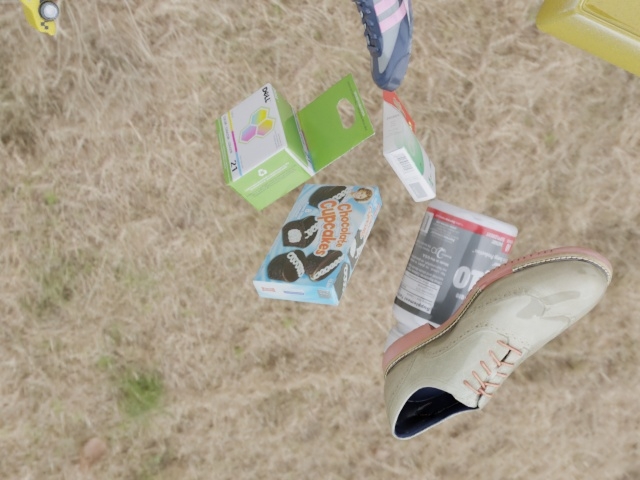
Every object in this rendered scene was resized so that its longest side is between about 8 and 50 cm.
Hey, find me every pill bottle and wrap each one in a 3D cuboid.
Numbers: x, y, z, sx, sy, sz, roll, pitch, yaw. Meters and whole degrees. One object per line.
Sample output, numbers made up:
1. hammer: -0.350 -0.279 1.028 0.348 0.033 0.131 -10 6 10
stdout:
1. pill bottle: 0.221 0.084 1.433 0.161 0.161 0.283 15 96 -30

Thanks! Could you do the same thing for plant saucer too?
1. plant saucer: 0.631 -0.490 1.551 0.333 0.081 0.332 25 104 0

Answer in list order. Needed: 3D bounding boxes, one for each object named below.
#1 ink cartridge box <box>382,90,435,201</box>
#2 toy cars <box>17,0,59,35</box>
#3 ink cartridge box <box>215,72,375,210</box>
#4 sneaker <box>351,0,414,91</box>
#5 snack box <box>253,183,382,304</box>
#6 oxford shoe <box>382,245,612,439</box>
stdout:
1. ink cartridge box: 0.189 -0.222 1.749 0.056 0.224 0.181 -13 143 25
2. toy cars: -0.496 -0.521 1.428 0.087 0.176 0.393 -11 158 -31
3. ink cartridge box: -0.052 -0.202 1.469 0.255 0.188 0.097 -33 135 18
4. sneaker: 0.089 -0.423 1.450 0.131 0.112 0.318 -4 102 -23
5. snack box: 0.000 0.000 1.823 0.187 0.322 0.060 4 135 24
6. oxford shoe: 0.237 0.154 1.126 0.140 0.146 0.397 30 130 -19
